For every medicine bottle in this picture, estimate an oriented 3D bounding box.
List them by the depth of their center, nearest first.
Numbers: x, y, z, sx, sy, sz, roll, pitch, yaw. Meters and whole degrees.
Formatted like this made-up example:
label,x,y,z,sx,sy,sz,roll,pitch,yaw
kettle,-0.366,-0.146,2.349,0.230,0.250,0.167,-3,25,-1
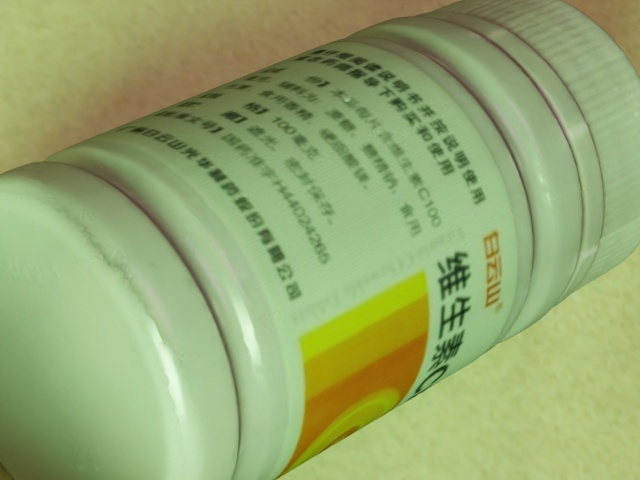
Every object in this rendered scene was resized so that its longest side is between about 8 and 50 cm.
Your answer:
label,x,y,z,sx,sy,sz,roll,pitch,yaw
medicine bottle,0.000,0.000,0.650,0.250,0.133,0.133,-27,78,-40
